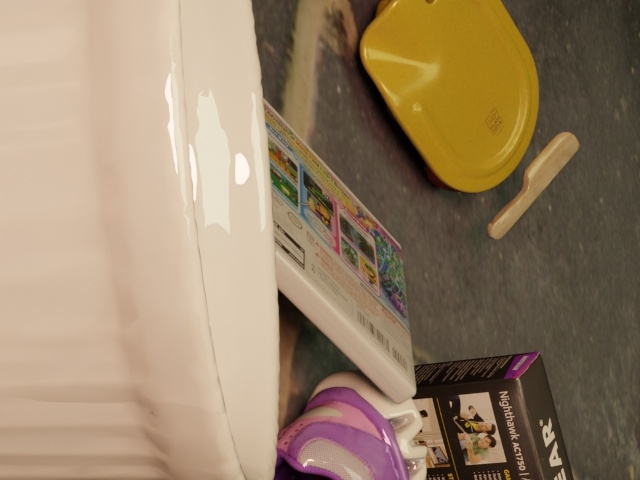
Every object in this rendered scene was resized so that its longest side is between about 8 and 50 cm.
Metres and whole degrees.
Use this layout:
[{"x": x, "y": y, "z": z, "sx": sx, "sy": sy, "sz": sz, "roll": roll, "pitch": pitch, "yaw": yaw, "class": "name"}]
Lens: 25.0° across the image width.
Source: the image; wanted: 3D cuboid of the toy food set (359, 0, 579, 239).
[{"x": 0.091, "y": -0.105, "z": 1.054, "sx": 0.128, "sy": 0.071, "sz": 0.218, "roll": -53, "pitch": 128, "yaw": -21, "class": "toy food set"}]

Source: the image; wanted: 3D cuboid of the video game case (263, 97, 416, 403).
[{"x": 0.000, "y": 0.000, "z": 0.834, "sx": 0.157, "sy": 0.019, "sz": 0.143, "roll": 46, "pitch": 23, "yaw": -28, "class": "video game case"}]

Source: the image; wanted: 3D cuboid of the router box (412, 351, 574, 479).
[{"x": 0.091, "y": 0.165, "z": 0.898, "sx": 0.046, "sy": 0.133, "sz": 0.178, "roll": -33, "pitch": 111, "yaw": -57, "class": "router box"}]

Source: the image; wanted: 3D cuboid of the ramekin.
[{"x": -0.097, "y": -0.031, "z": 0.550, "sx": 0.277, "sy": 0.135, "sz": 0.277, "roll": -4, "pitch": 90, "yaw": -87, "class": "ramekin"}]

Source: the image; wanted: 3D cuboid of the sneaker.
[{"x": 0.021, "y": 0.198, "z": 0.822, "sx": 0.104, "sy": 0.095, "sz": 0.236, "roll": -17, "pitch": 91, "yaw": -55, "class": "sneaker"}]
